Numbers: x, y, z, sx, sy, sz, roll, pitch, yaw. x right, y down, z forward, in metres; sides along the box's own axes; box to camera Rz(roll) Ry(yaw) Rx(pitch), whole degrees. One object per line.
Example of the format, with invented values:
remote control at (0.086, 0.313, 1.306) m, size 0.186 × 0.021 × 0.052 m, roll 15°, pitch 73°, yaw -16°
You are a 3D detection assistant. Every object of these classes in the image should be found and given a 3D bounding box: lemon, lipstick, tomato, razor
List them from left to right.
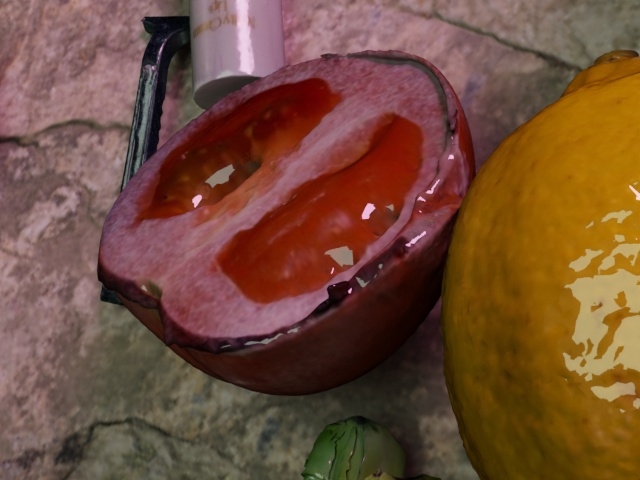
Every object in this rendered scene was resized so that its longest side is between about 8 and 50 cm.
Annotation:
razor at (-0.110, -0.054, 0.839) m, size 0.066 × 0.033 × 0.190 m, roll 6°, pitch 80°, yaw 31°
lipstick at (-0.056, -0.206, 0.835) m, size 0.059 × 0.059 × 0.264 m, roll -14°, pitch 69°, yaw 26°
tomato at (0.000, 0.000, 0.711) m, size 0.199 × 0.112 × 0.228 m, roll -43°, pitch 35°, yaw -7°
lemon at (0.142, 0.034, 0.577) m, size 0.188 × 0.188 × 0.257 m, roll -8°, pitch 71°, yaw 28°

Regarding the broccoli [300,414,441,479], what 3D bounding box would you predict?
broccoli at (0.003, 0.169, 0.649) m, size 0.194 × 0.194 × 0.220 m, roll 68°, pitch 149°, yaw 26°
